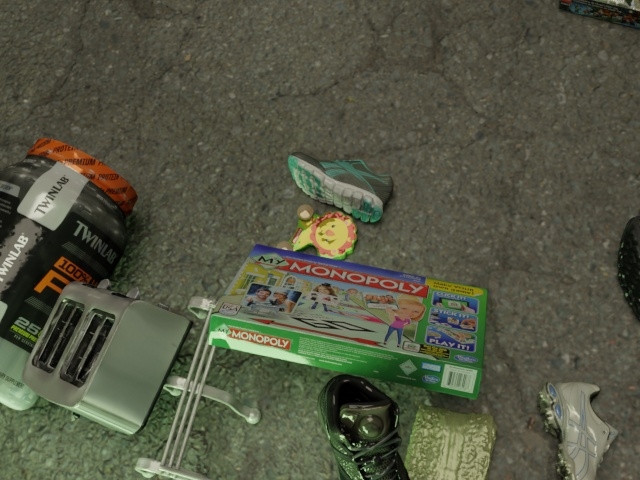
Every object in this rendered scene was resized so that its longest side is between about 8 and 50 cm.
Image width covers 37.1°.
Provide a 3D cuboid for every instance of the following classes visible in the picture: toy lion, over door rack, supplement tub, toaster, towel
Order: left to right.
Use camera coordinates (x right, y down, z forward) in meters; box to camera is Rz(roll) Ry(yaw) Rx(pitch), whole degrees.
[{"bbox_3d":[-0.404,0.042,1.307,0.207,0.207,0.338,21,73,20],"label":"supplement tub"},{"bbox_3d":[-0.271,0.147,1.199,0.168,0.110,0.185,11,72,49],"label":"toaster"},{"bbox_3d":[-0.044,0.227,1.217,0.324,0.108,0.239,14,70,2],"label":"over door rack"},{"bbox_3d":[0.000,0.000,1.342,0.096,0.034,0.100,26,74,13],"label":"toy lion"},{"bbox_3d":[0.157,0.281,1.184,0.110,0.027,0.148,7,69,15],"label":"towel"}]

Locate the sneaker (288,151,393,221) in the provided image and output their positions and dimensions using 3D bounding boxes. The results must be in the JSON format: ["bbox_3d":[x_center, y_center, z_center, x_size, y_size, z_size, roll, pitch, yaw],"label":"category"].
[{"bbox_3d":[0.032,-0.089,1.366,0.166,0.065,0.076,29,59,19],"label":"sneaker"}]

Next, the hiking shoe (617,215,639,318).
[{"bbox_3d":[0.455,0.069,1.197,0.114,0.086,0.226,-12,69,-9],"label":"hiking shoe"}]

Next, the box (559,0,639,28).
[{"bbox_3d":[0.472,-0.429,1.425,0.159,0.044,0.233,20,72,19],"label":"box"}]

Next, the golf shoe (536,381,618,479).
[{"bbox_3d":[0.320,0.250,1.144,0.086,0.069,0.176,-9,66,1],"label":"golf shoe"}]

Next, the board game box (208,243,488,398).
[{"bbox_3d":[0.044,0.093,1.183,0.317,0.046,0.213,11,25,7],"label":"board game box"}]

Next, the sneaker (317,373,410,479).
[{"bbox_3d":[0.060,0.256,1.088,0.087,0.130,0.227,-18,73,-8],"label":"sneaker"}]
